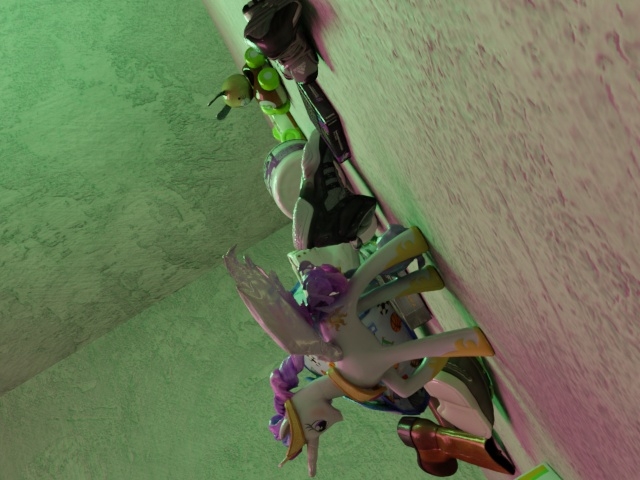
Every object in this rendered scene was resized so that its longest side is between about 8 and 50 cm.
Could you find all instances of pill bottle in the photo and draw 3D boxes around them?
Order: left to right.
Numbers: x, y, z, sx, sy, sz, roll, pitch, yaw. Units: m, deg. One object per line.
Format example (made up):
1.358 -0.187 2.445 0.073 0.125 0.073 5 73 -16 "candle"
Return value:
-0.049 -0.153 1.788 0.169 0.169 0.301 59 179 -18 "pill bottle"
0.071 -0.040 1.609 0.086 0.086 0.152 59 179 -7 "pill bottle"

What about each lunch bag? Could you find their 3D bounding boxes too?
0.091 0.298 1.984 0.328 0.239 0.385 11 143 50 "lunch bag"

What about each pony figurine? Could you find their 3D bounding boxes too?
0.023 0.133 1.140 0.351 0.363 0.303 59 179 6 "pony figurine"

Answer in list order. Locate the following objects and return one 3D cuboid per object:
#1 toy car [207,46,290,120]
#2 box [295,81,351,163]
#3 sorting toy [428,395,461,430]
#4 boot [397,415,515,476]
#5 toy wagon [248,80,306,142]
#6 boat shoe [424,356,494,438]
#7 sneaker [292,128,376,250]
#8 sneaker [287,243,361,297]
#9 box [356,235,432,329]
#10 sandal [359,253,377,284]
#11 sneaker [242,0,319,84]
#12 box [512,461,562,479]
-0.192 -0.368 1.878 0.149 0.188 0.155 59 179 21 "toy car"
0.005 -0.218 1.320 0.116 0.029 0.162 58 180 21 "box"
0.351 0.452 2.123 0.257 0.089 0.255 59 179 8 "sorting toy"
0.367 0.539 1.879 0.280 0.096 0.264 -1 132 44 "boot"
-0.118 -0.351 2.230 0.344 0.068 0.267 60 179 11 "toy wagon"
0.263 0.274 1.340 0.109 0.091 0.305 14 155 30 "boat shoe"
0.034 -0.095 1.433 0.101 0.153 0.269 95 -178 -61 "sneaker"
0.000 0.000 1.835 0.108 0.169 0.293 106 157 -69 "sneaker"
0.164 0.091 1.693 0.183 0.056 0.231 59 179 -8 "box"
0.109 0.051 1.929 0.265 0.102 0.076 55 173 50 "sandal"
-0.039 -0.264 1.014 0.132 0.086 0.229 54 -169 -28 "sneaker"
0.314 0.467 1.182 0.114 0.203 0.103 59 179 -11 "box"
